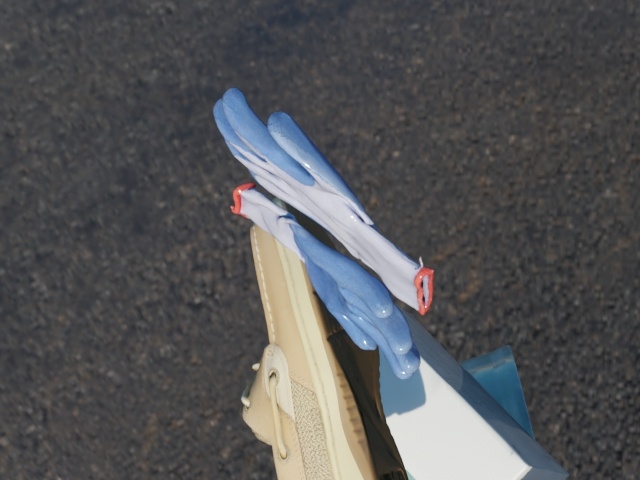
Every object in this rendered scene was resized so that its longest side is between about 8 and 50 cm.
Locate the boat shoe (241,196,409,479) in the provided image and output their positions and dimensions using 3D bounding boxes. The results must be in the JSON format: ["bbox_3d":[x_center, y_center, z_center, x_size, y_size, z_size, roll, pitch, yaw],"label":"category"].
[{"bbox_3d":[-0.013,0.129,0.986,0.110,0.122,0.341,-21,71,19],"label":"boat shoe"}]

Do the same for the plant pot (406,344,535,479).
[{"bbox_3d":[0.199,0.308,1.676,0.196,0.293,0.293,-14,50,5],"label":"plant pot"}]

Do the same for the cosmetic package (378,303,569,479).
[{"bbox_3d":[0.122,0.179,1.332,0.284,0.377,0.097,43,93,21],"label":"cosmetic package"}]

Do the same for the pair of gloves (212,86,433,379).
[{"bbox_3d":[0.000,0.000,0.674,0.023,0.198,0.159,-43,71,-15],"label":"pair of gloves"}]
